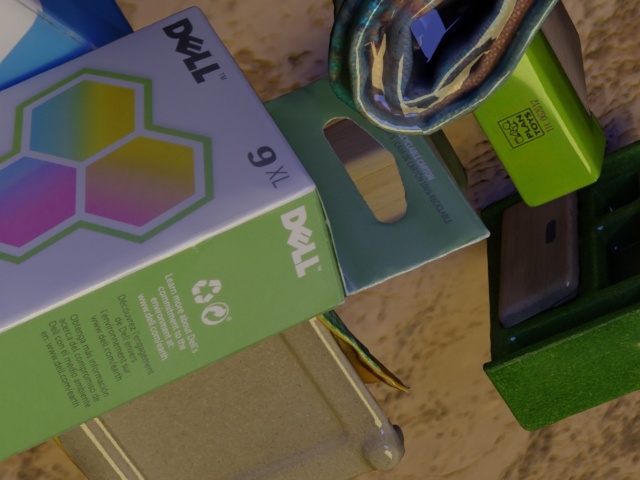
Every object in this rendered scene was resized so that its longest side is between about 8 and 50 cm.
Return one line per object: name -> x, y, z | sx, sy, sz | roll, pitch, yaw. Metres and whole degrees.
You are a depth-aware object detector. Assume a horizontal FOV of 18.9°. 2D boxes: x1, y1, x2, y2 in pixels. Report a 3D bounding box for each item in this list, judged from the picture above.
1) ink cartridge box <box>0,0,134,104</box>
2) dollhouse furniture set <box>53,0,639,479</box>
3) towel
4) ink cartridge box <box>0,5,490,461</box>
ink cartridge box -> -0.246, -0.074, 0.673 | 0.223, 0.129, 0.307 | -44, 134, 14
dollhouse furniture set -> 0.000, 0.000, 0.910 | 0.301, 0.151, 0.197 | -24, 117, 19
towel -> 0.067, -0.213, 0.547 | 0.040, 0.370, 0.271 | 25, 115, -18
ink cartridge box -> -0.060, -0.012, 0.657 | 0.209, 0.109, 0.062 | -24, 137, -9
